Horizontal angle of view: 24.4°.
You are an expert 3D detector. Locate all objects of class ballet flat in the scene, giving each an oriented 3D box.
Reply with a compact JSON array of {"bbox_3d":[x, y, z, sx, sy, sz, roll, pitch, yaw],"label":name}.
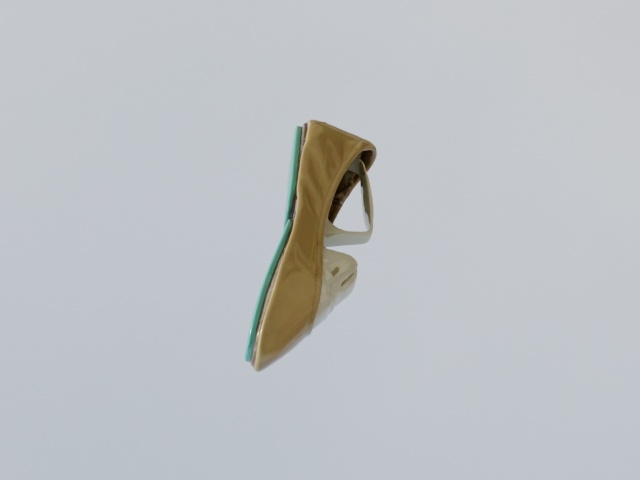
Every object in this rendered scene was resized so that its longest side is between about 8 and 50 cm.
[{"bbox_3d":[0.000,0.000,1.076,0.073,0.080,0.232,13,-129,-1],"label":"ballet flat"}]
